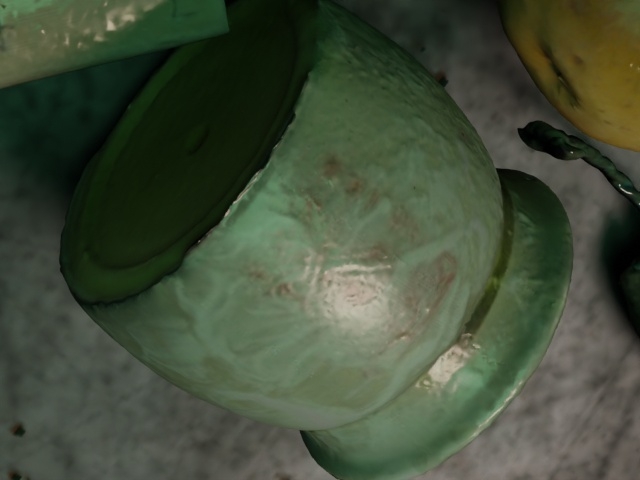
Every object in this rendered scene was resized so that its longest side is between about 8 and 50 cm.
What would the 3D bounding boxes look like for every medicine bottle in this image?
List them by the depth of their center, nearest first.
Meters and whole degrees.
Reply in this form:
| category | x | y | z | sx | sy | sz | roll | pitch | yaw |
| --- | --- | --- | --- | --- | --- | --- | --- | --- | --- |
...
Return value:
| category | x | y | z | sx | sy | sz | roll | pitch | yaw |
| --- | --- | --- | --- | --- | --- | --- | --- | --- | --- |
| medicine bottle | 0.000 | 0.000 | 0.535 | 0.143 | 0.147 | 0.147 | 36 | 97 | -30 |

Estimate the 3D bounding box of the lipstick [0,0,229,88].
| category | x | y | z | sx | sy | sz | roll | pitch | yaw |
| --- | --- | --- | --- | --- | --- | --- | --- | --- | --- |
| lipstick | -0.163 | -0.080 | 0.489 | 0.252 | 0.077 | 0.079 | -16 | 115 | -11 |

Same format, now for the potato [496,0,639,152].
| category | x | y | z | sx | sy | sz | roll | pitch | yaw |
| --- | --- | --- | --- | --- | --- | --- | --- | --- | --- |
| potato | 0.169 | -0.136 | 0.540 | 0.150 | 0.146 | 0.234 | 45 | 112 | 15 |

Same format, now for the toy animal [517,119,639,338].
| category | x | y | z | sx | sy | sz | roll | pitch | yaw |
| --- | --- | --- | --- | --- | --- | --- | --- | --- | --- |
| toy animal | 0.162 | 0.019 | 0.632 | 0.070 | 0.079 | 0.253 | -52 | 120 | -17 |
